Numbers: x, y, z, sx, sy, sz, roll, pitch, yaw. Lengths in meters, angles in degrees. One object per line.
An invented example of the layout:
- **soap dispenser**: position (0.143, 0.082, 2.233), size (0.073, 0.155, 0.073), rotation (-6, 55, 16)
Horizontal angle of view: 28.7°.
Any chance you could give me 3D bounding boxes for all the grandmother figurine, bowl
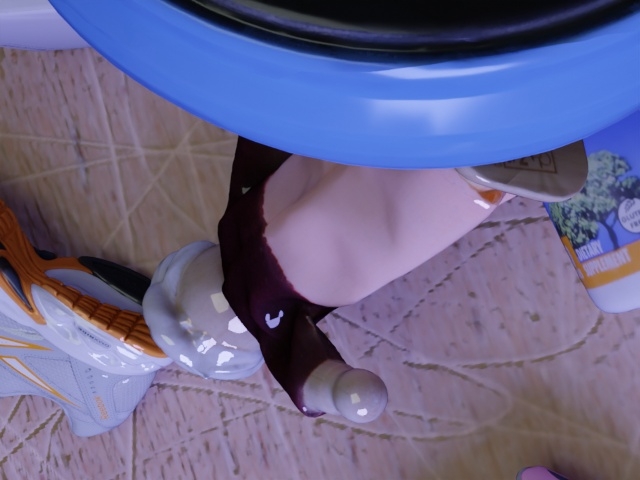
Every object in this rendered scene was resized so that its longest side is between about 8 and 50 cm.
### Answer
- **grandmother figurine**: position (0.000, 0.000, 0.679), size (0.342, 0.104, 0.207), rotation (-35, 52, 53)
- **bowl**: position (0.037, -0.226, 0.527), size (0.391, 0.077, 0.391), rotation (0, 75, 2)

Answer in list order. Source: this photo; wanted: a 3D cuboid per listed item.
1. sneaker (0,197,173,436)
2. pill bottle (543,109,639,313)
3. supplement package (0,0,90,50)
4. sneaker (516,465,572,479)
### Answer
- **sneaker**: position (-0.227, 0.044, 0.824), size (0.262, 0.099, 0.121), rotation (31, 115, 1)
- **pill bottle**: position (0.153, -0.113, 0.643), size (0.152, 0.152, 0.272), rotation (-28, 84, 22)
- **supplement package**: position (-0.096, -0.208, 0.720), size (0.293, 0.177, 0.175), rotation (0, 94, 22)
- **sneaker**: position (0.072, 0.267, 0.753), size (0.319, 0.112, 0.131), rotation (-45, 62, 17)
